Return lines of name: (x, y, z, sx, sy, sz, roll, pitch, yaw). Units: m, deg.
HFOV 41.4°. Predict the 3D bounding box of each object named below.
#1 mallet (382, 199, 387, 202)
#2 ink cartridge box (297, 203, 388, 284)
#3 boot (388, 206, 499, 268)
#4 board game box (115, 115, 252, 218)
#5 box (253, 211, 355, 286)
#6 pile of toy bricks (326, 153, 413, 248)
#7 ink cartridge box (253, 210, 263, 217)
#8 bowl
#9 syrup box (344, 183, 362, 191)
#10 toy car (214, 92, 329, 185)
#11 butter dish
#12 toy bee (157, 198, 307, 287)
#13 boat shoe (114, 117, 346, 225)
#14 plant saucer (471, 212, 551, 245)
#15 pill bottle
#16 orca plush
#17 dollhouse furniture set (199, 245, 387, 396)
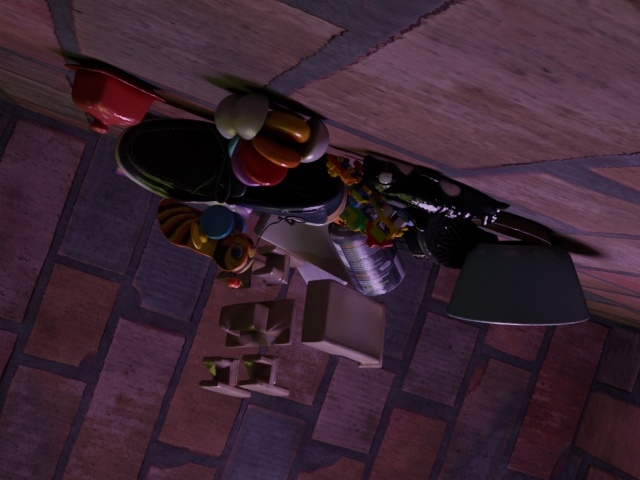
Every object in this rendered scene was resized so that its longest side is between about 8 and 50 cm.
mallet: (0.112, -0.124, 1.837, 0.062, 0.039, 0.190, 21, 174, 17)
ink cartridge box: (0.089, 0.034, 2.393, 0.131, 0.306, 0.226, 58, 179, 1)
boot: (0.241, -0.021, 2.006, 0.260, 0.131, 0.348, 22, 177, 36)
board game box: (-0.323, -0.190, 2.159, 0.347, 0.208, 0.056, 19, 136, -9)
box: (0.000, 0.000, 2.118, 0.311, 0.121, 0.148, 28, -178, -10)
pile of toy bricks: (0.078, -0.061, 1.609, 0.212, 0.105, 0.118, 49, -163, 22)
ink cartridge box: (-0.059, -0.103, 2.324, 0.208, 0.153, 0.087, 19, 178, -26)
bowl: (0.436, 0.085, 1.873, 0.312, 0.163, 0.311, 0, -175, 0)
syrup box: (0.046, -0.104, 2.105, 0.096, 0.093, 0.237, 19, 178, 11)
toy car: (-0.088, -0.151, 1.354, 0.159, 0.136, 0.182, 20, 178, -28)
butter dish: (-0.410, -0.264, 1.636, 0.160, 0.118, 0.160, 17, 178, 43)
toy bee: (-0.202, 0.009, 1.723, 0.298, 0.162, 0.195, 6, 172, 35)
boat shoe: (-0.179, -0.153, 1.770, 0.500, 0.186, 0.156, 15, 168, -6)
plant saucer: (0.397, -0.028, 1.748, 0.169, 0.029, 0.168, 19, 177, 1)
pill bottle: (0.098, 0.001, 1.952, 0.130, 0.130, 0.245, 17, 145, 45)
orca plush: (0.198, -0.064, 1.556, 0.287, 0.102, 0.151, 20, 178, -30)
dollhouse furniture set: (-0.066, 0.220, 2.177, 0.394, 0.362, 0.256, -8, 156, 36)
